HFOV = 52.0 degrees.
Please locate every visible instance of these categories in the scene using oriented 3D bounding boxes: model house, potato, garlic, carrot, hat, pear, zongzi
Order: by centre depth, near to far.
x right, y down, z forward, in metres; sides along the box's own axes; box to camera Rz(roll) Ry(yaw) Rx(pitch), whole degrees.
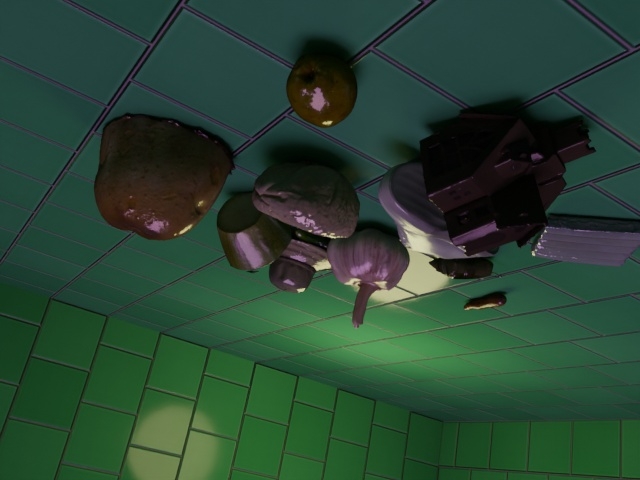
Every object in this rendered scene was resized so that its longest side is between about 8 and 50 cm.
[{"bbox_3d":[0.004,-0.226,0.990,0.107,0.107,0.131,2,165,23],"label":"pear"},{"bbox_3d":[0.317,-0.099,1.050,0.243,0.204,0.211,-24,142,28],"label":"model house"},{"bbox_3d":[-0.329,-0.106,1.293,0.285,0.243,0.242,13,158,4],"label":"potato"},{"bbox_3d":[0.100,0.092,1.534,0.199,0.226,0.199,12,163,4],"label":"garlic"},{"bbox_3d":[0.356,0.061,1.591,0.154,0.062,0.130,1,-178,-17],"label":"zongzi"},{"bbox_3d":[-0.072,0.077,1.681,0.252,0.110,0.252,16,165,4],"label":"hat"},{"bbox_3d":[0.450,0.172,1.803,0.035,0.036,0.165,21,158,-21],"label":"carrot"}]

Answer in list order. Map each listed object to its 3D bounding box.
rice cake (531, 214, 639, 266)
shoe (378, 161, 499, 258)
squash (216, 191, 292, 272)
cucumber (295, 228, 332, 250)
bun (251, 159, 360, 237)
[{"bbox_3d":[0.548,0.002,1.347,0.198,0.037,0.189,8,157,7],"label":"rice cake"},{"bbox_3d":[0.199,-0.046,1.286,0.160,0.132,0.363,-12,155,42],"label":"shoe"},{"bbox_3d":[-0.157,-0.023,1.480,0.170,0.170,0.123,0,143,25],"label":"squash"},{"bbox_3d":[0.000,0.000,1.607,0.155,0.037,0.037,25,154,-30],"label":"cucumber"},{"bbox_3d":[-0.027,-0.089,1.281,0.220,0.134,0.220,20,-176,-2],"label":"bun"}]
